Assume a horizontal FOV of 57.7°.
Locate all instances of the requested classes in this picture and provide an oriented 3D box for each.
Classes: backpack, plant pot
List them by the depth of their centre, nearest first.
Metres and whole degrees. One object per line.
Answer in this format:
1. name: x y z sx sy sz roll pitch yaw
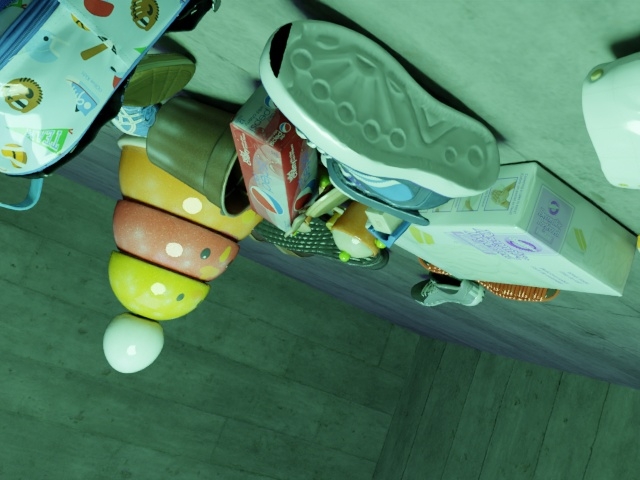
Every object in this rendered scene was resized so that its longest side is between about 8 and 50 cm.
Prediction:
1. backpack: -0.270 -0.198 0.530 0.277 0.263 0.213 13 166 42
2. plant pot: -0.179 -0.145 0.940 0.165 0.166 0.167 26 171 13

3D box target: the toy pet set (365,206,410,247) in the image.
1. toy pet set: 0.130 -0.047 0.854 0.122 0.114 0.065 20 148 53

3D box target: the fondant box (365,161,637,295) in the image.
1. fondant box: 0.261 -0.013 0.899 0.238 0.096 0.330 27 167 -27

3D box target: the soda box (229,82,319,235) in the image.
1. soda box: -0.061 -0.110 0.879 0.092 0.083 0.263 33 161 15

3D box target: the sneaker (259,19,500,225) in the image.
1. sneaker: 0.029 -0.121 0.700 0.323 0.130 0.236 21 167 -29

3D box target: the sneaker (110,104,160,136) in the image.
1. sneaker: -0.322 -0.230 0.972 0.081 0.080 0.211 19 171 27

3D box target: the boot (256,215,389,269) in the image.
1. boot: 0.000 0.000 1.449 0.338 0.118 0.223 23 175 12

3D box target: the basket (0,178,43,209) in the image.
1. basket: -0.484 -0.200 0.824 0.201 0.288 0.255 11 176 26

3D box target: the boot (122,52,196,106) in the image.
1. boot: -0.286 -0.251 0.757 0.165 0.213 0.077 54 140 11

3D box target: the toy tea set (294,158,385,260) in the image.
1. toy tea set: 0.007 -0.035 1.133 0.200 0.124 0.336 33 168 -8

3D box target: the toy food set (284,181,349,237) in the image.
1. toy food set: 0.022 -0.079 0.900 0.038 0.192 0.132 57 165 4

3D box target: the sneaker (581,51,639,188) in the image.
1. sneaker: 0.346 -0.065 0.475 0.293 0.108 0.169 36 166 -21

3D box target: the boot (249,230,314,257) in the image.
1. boot: -0.073 -0.027 1.602 0.207 0.090 0.248 -4 153 35

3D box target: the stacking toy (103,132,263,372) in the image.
1. stacking toy: -0.314 0.042 1.202 0.351 0.479 0.350 19 175 2

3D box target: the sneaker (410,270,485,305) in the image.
1. sneaker: 0.304 0.110 1.519 0.132 0.086 0.229 34 154 -34

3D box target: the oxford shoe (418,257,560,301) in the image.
1. oxford shoe: 0.332 0.046 1.133 0.272 0.096 0.098 21 -170 27

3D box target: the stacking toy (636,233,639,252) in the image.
1. stacking toy: 0.546 0.076 0.736 0.302 0.165 0.175 33 174 16
